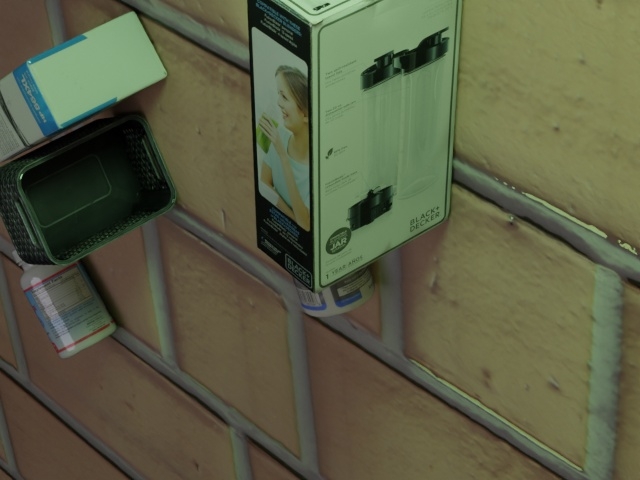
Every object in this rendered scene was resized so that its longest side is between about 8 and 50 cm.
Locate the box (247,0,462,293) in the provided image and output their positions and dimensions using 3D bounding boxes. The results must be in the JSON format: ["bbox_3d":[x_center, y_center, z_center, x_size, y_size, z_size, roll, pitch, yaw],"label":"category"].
[{"bbox_3d":[0.030,-0.115,1.428,0.087,0.169,0.290,39,145,35],"label":"box"}]

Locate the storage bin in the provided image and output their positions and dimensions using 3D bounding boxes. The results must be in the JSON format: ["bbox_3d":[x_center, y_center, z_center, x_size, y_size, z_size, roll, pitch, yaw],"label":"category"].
[{"bbox_3d":[-0.272,-0.058,1.906,0.084,0.180,0.122,-1,115,55],"label":"storage bin"}]

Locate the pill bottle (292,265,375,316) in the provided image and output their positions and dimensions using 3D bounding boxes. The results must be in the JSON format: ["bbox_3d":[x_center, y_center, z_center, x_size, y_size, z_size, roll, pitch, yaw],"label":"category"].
[{"bbox_3d":[0.000,0.000,1.656,0.078,0.078,0.137,11,124,52],"label":"pill bottle"}]

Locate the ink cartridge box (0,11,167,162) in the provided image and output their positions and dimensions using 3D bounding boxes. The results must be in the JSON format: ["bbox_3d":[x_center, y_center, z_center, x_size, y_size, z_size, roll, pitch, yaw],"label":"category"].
[{"bbox_3d":[-0.287,-0.170,1.862,0.203,0.148,0.086,-15,104,58],"label":"ink cartridge box"}]

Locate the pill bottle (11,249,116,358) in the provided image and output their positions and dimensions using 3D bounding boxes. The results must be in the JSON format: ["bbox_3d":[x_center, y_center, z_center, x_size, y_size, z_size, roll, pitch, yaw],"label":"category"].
[{"bbox_3d":[-0.346,0.071,2.218,0.160,0.087,0.087,62,150,-2],"label":"pill bottle"}]
